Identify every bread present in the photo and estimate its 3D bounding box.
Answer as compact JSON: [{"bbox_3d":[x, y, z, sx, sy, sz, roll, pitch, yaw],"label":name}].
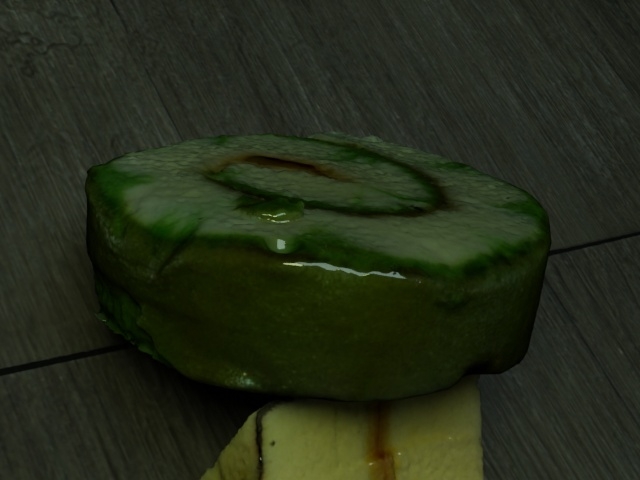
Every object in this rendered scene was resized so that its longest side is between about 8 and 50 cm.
[{"bbox_3d":[0.000,0.000,0.990,0.366,0.129,0.382,10,19,7],"label":"bread"},{"bbox_3d":[0.051,0.206,0.941,0.240,0.135,0.178,-10,60,-38],"label":"bread"}]
